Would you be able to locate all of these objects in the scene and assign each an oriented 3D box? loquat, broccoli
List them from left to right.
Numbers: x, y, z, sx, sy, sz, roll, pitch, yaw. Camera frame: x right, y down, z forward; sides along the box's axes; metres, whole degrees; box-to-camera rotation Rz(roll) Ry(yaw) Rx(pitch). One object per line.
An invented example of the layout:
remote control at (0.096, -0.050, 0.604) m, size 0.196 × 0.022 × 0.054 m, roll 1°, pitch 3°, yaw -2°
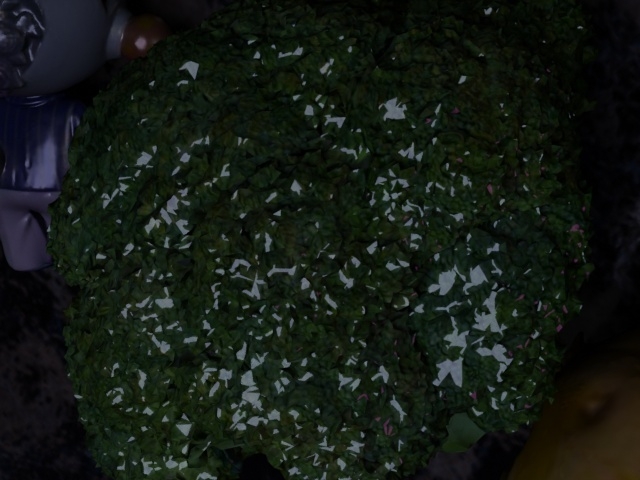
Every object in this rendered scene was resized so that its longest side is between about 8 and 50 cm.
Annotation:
broccoli at (0.003, 0.003, 0.932) m, size 0.310 × 0.321 × 0.413 m, roll 44°, pitch 93°, yaw 8°
loquat at (0.226, 0.164, 0.941) m, size 0.244 × 0.244 × 0.244 m, roll 6°, pitch 107°, yaw 20°

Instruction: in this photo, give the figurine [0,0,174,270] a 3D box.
figurine at (-0.207, -0.105, 1.094) m, size 0.194 × 0.133 × 0.274 m, roll 26°, pitch 124°, yaw 13°
